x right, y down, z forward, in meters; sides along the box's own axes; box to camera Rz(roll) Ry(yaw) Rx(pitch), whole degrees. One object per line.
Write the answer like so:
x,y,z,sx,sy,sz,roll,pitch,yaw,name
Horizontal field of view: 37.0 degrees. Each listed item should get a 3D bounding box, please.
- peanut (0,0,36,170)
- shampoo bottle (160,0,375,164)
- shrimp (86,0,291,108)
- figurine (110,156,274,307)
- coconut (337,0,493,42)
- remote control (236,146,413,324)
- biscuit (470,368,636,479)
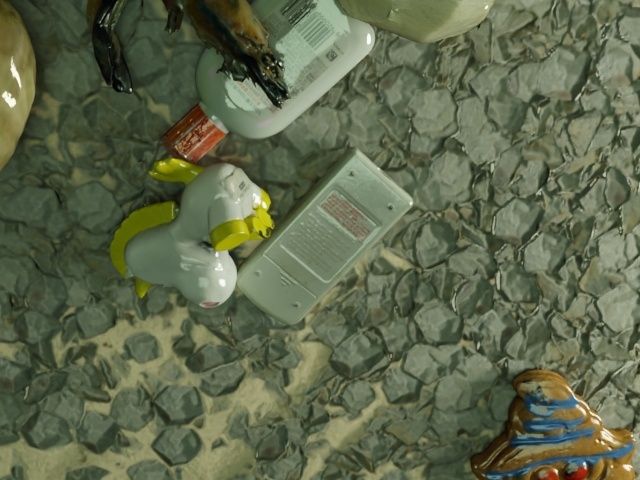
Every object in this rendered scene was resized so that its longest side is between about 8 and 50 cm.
-0.375,-0.151,0.857,0.233,0.110,0.196,17,107,-11,peanut
-0.059,-0.155,0.902,0.221,0.051,0.108,-41,103,11,shampoo bottle
-0.127,-0.178,0.860,0.152,0.046,0.219,-44,82,10,shrimp
-0.129,-0.002,0.935,0.130,0.109,0.178,30,123,-9,figurine
0.078,-0.257,0.822,0.162,0.161,0.161,18,107,-7,coconut
0.000,0.000,0.969,0.087,0.029,0.190,40,102,-14,remote control
0.269,0.270,1.076,0.183,0.043,0.280,-15,106,6,biscuit
